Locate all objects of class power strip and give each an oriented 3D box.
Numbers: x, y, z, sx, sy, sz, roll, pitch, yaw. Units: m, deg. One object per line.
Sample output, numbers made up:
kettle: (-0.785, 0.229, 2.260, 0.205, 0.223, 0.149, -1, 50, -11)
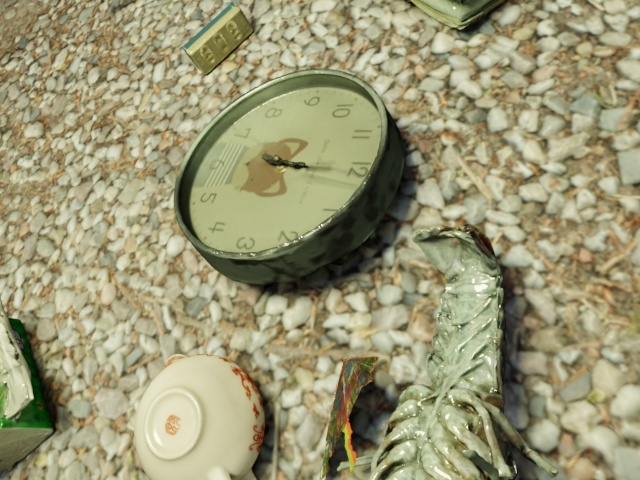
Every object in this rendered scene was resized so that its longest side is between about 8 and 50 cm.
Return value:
power strip: (-0.175, -0.350, 0.847, 0.123, 0.056, 0.032, -44, 61, -1)

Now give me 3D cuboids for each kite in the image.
kite: (0.028, 0.179, 0.518, 0.010, 0.159, 0.190, 16, 116, -6)

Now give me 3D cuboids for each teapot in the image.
teapot: (-0.137, 0.225, 0.570, 0.159, 0.116, 0.246, -34, 66, -8)

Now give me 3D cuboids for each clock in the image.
clock: (-0.051, -0.098, 0.661, 0.324, 0.067, 0.325, -13, 54, 19)

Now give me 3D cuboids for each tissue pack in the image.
tissue pack: (-0.469, 0.188, 0.678, 0.156, 0.148, 0.209, -41, 60, 2)

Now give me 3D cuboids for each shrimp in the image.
shrimp: (0.117, 0.179, 0.462, 0.221, 0.166, 0.411, -15, 44, 51)

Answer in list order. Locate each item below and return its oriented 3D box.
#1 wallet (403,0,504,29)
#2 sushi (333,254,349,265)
wallet: (0.179, -0.460, 0.748, 0.223, 0.077, 0.309, -40, 58, -2)
sushi: (0.000, 0.000, 0.638, 0.083, 0.044, 0.046, 13, 74, 23)
